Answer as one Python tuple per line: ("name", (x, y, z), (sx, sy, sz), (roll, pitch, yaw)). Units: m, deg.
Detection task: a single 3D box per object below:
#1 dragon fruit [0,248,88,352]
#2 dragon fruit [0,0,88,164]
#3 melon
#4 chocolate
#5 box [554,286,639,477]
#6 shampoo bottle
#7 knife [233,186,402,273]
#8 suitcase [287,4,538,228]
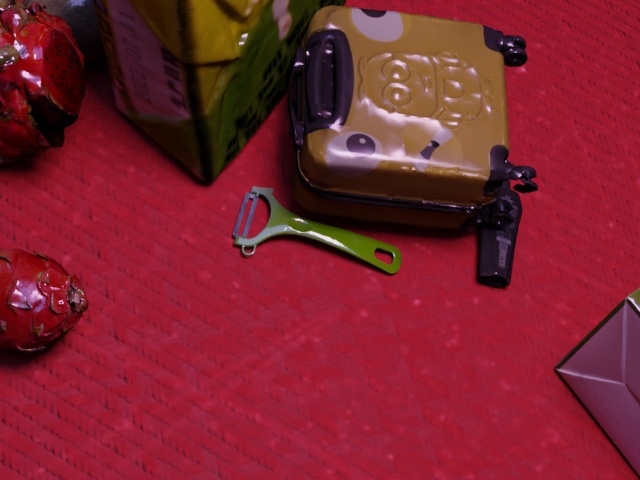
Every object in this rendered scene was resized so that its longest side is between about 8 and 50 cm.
("dragon fruit", (-0.292, 0.043, 1.027), (0.190, 0.094, 0.094), (19, 59, 23))
("dragon fruit", (-0.313, -0.145, 1.069), (0.172, 0.166, 0.160), (-10, 105, 16))
("melon", (-0.232, -0.227, 1.160), (0.131, 0.098, 0.098), (-14, 67, -12))
("chocolate", (-0.086, -0.261, 1.105), (0.137, 0.288, 0.301), (25, 60, 14))
("box", (0.350, 0.126, 1.050), (0.148, 0.177, 0.195), (-30, 72, -23))
("shampoo bottle", (0.180, -0.019, 1.175), (0.048, 0.027, 0.137), (18, 61, -17))
("knife", (0.000, -0.001, 1.134), (0.166, 0.022, 0.078), (17, 66, -2))
("suitcase", (0.080, -0.113, 1.138), (0.235, 0.143, 0.194), (6, 63, -9))
